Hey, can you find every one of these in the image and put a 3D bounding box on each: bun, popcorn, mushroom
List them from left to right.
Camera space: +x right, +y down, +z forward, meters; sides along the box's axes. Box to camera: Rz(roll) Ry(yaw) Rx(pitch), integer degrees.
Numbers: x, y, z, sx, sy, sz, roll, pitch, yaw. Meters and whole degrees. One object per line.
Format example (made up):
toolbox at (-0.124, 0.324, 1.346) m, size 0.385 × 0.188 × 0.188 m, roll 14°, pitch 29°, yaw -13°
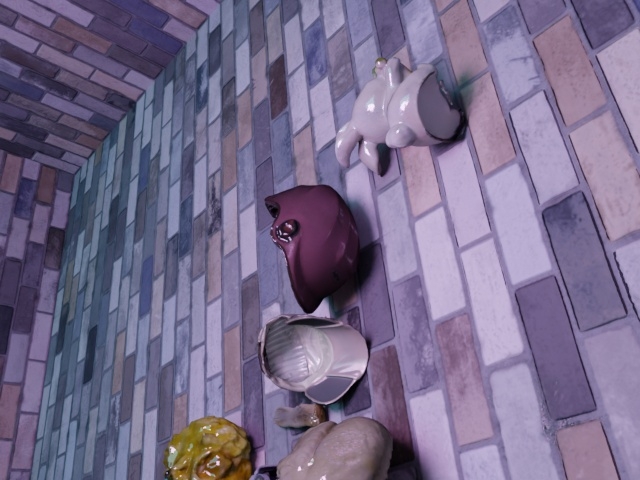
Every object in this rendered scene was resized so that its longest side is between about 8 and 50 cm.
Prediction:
popcorn at (-0.301, 0.593, 1.603) m, size 0.249 × 0.225 × 0.249 m, roll -28°, pitch 48°, yaw 37°
mushroom at (-0.055, 0.445, 1.517) m, size 0.202 × 0.054 × 0.059 m, roll -24°, pitch 50°, yaw 49°
bun at (0.004, 0.508, 1.176) m, size 0.219 × 0.365 × 0.365 m, roll 17°, pitch 86°, yaw 9°

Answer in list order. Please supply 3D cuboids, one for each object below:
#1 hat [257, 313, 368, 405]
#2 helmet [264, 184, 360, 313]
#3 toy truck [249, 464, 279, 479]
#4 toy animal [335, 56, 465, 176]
hat at (-0.017, 0.264, 1.466) m, size 0.275 × 0.161 × 0.232 m, roll -10°, pitch 104°, yaw 26°
helmet at (0.000, 0.000, 1.505) m, size 0.197 × 0.271 × 0.338 m, roll -23°, pitch 47°, yaw 4°
toy truck at (-0.075, 0.698, 1.343) m, size 0.175 × 0.146 × 0.367 m, roll -52°, pitch 41°, yaw 28°
toy animal at (0.178, -0.296, 1.459) m, size 0.310 × 0.183 × 0.247 m, roll 3°, pitch 76°, yaw 51°
